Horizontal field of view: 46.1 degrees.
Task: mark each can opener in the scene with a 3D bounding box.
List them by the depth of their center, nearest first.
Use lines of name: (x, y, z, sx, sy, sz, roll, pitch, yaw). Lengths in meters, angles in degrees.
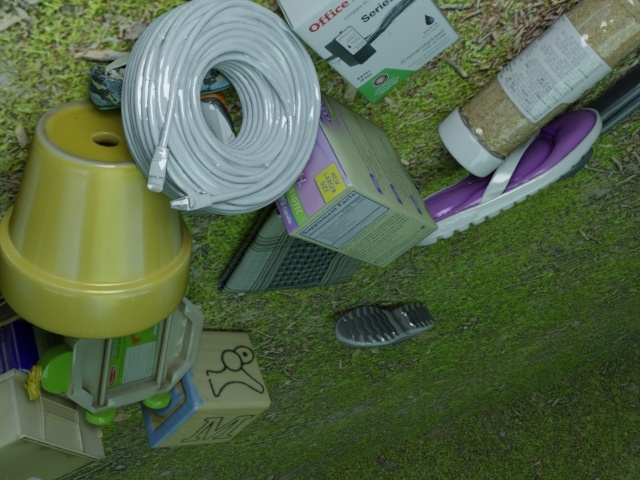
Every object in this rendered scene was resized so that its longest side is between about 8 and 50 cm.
can opener: (0.531, -0.217, 1.415, 0.280, 0.093, 0.074, -44, 144, 23)

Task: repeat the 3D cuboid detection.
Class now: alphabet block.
alphabet block: (-0.257, 0.317, 1.616, 0.197, 0.192, 0.193, 10, 138, -42)

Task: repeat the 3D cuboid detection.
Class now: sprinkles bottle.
sprinkles bottle: (0.353, -0.253, 1.190, 0.121, 0.121, 0.355, 13, 134, -47)

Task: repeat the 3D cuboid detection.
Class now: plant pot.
plant pot: (-0.288, -0.040, 0.983, 0.254, 0.254, 0.238, -6, 131, -28)

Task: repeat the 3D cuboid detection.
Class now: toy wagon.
toy wagon: (-0.366, 0.200, 1.346, 0.345, 0.068, 0.267, -8, 121, -43)

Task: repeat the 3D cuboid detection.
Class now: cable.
cable: (-0.113, -0.158, 0.904, 0.257, 0.256, 0.089, 1, -179, -44)

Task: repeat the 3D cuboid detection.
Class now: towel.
towel: (0.000, 0.000, 1.418, 0.312, 0.056, 0.324, -1, 143, -34)

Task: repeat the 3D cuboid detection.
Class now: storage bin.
storage bin: (-0.565, 0.370, 1.341, 0.262, 0.123, 0.260, -27, 149, 5)

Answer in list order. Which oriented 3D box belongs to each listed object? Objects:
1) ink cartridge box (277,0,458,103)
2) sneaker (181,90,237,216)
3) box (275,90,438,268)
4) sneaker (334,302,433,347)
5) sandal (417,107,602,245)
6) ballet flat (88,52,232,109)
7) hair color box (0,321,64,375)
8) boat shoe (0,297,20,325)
ink cartridge box: (0.061, -0.290, 0.961, 0.153, 0.086, 0.208, -35, 147, 19)
sneaker: (-0.181, -0.112, 1.076, 0.121, 0.099, 0.262, -11, 147, -13)
box: (0.032, -0.095, 1.126, 0.117, 0.213, 0.243, -38, 148, 23)
sneaker: (0.147, 0.228, 1.838, 0.281, 0.105, 0.115, -1, 143, -35)
sandal: (0.316, -0.131, 1.344, 0.416, 0.169, 0.102, -34, 115, 1)
ballet flat: (-0.195, -0.210, 0.941, 0.189, 0.070, 0.070, -16, 150, -19)
hair color box: (-0.587, 0.290, 1.424, 0.339, 0.110, 0.185, -37, 149, 26)
boat shoe: (-0.452, 0.064, 1.201, 0.207, 0.073, 0.073, -30, 112, 4)
